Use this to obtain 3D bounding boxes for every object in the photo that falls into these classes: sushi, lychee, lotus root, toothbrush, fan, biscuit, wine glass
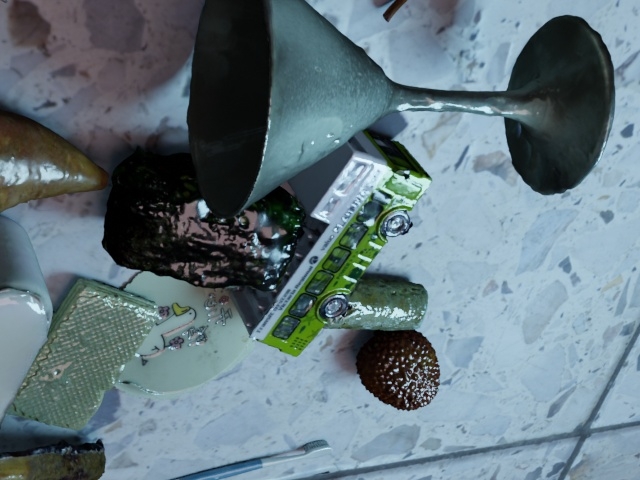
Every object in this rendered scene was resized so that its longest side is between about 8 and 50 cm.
[{"bbox_3d":[-0.132,-0.025,1.170,0.225,0.124,0.127,13,118,-15],"label":"sushi"},{"bbox_3d":[0.119,0.186,1.505,0.123,0.129,0.123,-50,169,-14],"label":"lychee"},{"bbox_3d":[-0.357,0.327,1.281,0.167,0.078,0.329,-40,165,11],"label":"lotus root"},{"bbox_3d":[-0.111,0.344,1.572,0.276,0.025,0.019,-10,124,-20],"label":"toothbrush"},{"bbox_3d":[-0.261,0.146,1.331,0.415,0.012,0.233,-22,129,-15],"label":"fan"},{"bbox_3d":[-0.297,0.144,1.273,0.121,0.040,0.199,25,107,-37],"label":"biscuit"},{"bbox_3d":[0.087,-0.151,1.084,0.406,0.267,0.267,1,125,-21],"label":"wine glass"}]

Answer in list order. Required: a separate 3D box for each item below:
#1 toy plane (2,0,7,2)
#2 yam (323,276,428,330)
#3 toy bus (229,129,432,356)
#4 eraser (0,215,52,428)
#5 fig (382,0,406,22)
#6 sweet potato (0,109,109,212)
[{"bbox_3d":[-0.294,-0.330,0.900,0.226,0.058,0.226,8,105,-34],"label":"toy plane"},{"bbox_3d":[0.072,0.089,1.430,0.179,0.078,0.078,7,121,-33],"label":"yam"},{"bbox_3d":[0.000,0.000,1.296,0.139,0.113,0.301,21,113,-36],"label":"toy bus"},{"bbox_3d":[-0.432,0.105,1.109,0.331,0.150,0.331,-14,133,-16],"label":"eraser"},{"bbox_3d":[0.159,-0.315,1.151,0.146,0.133,0.201,29,140,-23],"label":"fig"},{"bbox_3d":[-0.364,-0.078,1.019,0.337,0.131,0.131,15,117,-36],"label":"sweet potato"}]
